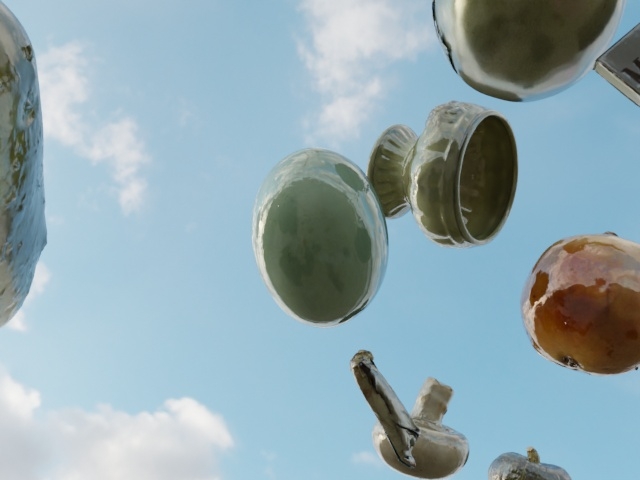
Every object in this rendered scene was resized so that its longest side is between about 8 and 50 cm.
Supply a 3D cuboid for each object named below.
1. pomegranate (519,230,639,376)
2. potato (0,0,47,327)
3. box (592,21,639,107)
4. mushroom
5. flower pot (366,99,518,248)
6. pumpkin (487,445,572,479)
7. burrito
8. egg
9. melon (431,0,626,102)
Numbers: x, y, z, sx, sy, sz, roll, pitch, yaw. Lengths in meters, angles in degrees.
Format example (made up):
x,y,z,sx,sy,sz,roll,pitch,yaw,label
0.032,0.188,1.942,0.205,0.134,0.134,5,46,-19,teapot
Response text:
x,y,z,sx,sy,sz,roll,pitch,yaw,label
0.355,0.081,0.818,0.191,0.191,0.191,4,-49,5,pomegranate
-0.377,-0.073,0.600,0.219,0.270,0.359,-11,-47,-29,potato
0.457,-0.246,0.810,0.177,0.115,0.036,-40,-23,1,box
0.221,0.410,1.348,0.206,0.206,0.209,23,-71,-11,mushroom
0.249,-0.141,1.348,0.244,0.307,0.307,9,-42,39,flower pot
0.550,0.625,1.675,0.219,0.162,0.219,12,-11,2,pumpkin
0.085,0.212,0.806,0.042,0.051,0.171,-26,-73,21,burrito
0.000,0.000,0.941,0.203,0.203,0.283,0,-63,8,egg
0.297,-0.341,0.926,0.268,0.268,0.330,-2,-13,10,melon
